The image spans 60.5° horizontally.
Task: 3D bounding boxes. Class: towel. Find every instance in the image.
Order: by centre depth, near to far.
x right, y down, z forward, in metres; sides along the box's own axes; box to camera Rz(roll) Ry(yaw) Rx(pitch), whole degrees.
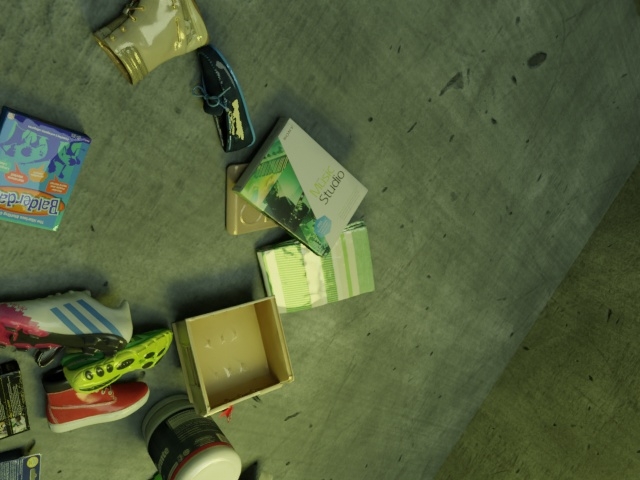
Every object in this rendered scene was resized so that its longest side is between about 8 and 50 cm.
[{"bbox_3d":[-0.008,0.084,1.601,0.325,0.038,0.247,-15,120,-10],"label":"towel"}]

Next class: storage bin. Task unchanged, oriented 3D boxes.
[{"bbox_3d":[-0.233,0.307,1.479,0.262,0.123,0.260,-13,88,-35],"label":"storage bin"}]

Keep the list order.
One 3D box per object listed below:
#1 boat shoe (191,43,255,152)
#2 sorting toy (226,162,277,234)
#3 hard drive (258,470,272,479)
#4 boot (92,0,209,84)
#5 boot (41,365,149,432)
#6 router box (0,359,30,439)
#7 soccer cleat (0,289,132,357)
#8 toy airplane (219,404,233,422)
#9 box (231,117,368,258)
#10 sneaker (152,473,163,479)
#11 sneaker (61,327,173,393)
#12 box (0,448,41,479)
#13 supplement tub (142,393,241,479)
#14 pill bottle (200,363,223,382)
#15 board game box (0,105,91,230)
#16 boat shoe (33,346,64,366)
[{"bbox_3d":[-0.221,-0.307,1.241,0.089,0.109,0.258,-34,129,-17],"label":"boat shoe"},{"bbox_3d":[-0.152,-0.120,1.453,0.208,0.038,0.192,-11,120,-30],"label":"sorting toy"},{"bbox_3d":[-0.242,0.978,1.837,0.233,0.047,0.353,-65,173,-59],"label":"hard drive"},{"bbox_3d":[-0.354,-0.456,1.058,0.203,0.095,0.262,-38,136,-16],"label":"boot"},{"bbox_3d":[-0.546,0.357,1.353,0.244,0.088,0.176,-10,117,-32],"label":"boot"},{"bbox_3d":[-0.735,0.369,1.227,0.133,0.046,0.178,-12,120,-34],"label":"router box"},{"bbox_3d":[-0.586,0.169,1.212,0.331,0.143,0.116,14,139,-24],"label":"soccer cleat"},{"bbox_3d":[-0.263,0.493,1.689,0.151,0.028,0.151,-45,153,-31],"label":"toy airplane"},{"bbox_3d":[-0.044,-0.132,1.439,0.322,0.058,0.232,37,79,-31],"label":"box"},{"bbox_3d":[-0.469,0.846,1.654,0.483,0.185,0.202,-43,152,-8],"label":"sneaker"},{"bbox_3d":[-0.483,0.262,1.333,0.296,0.123,0.109,-15,136,-55],"label":"sneaker"},{"bbox_3d":[-0.791,0.576,1.301,0.225,0.036,0.136,-2,114,-36],"label":"box"},{"bbox_3d":[-0.356,0.568,1.492,0.191,0.272,0.191,-19,124,-31],"label":"supplement tub"},{"bbox_3d":[-0.297,0.386,1.566,0.169,0.094,0.094,29,93,-45],"label":"pill bottle"},{"bbox_3d":[-0.571,-0.135,1.084,0.160,0.047,0.210,16,103,-44],"label":"board game box"},{"bbox_3d":[-0.608,0.235,1.264,0.125,0.038,0.046,-47,134,-9],"label":"boat shoe"}]
